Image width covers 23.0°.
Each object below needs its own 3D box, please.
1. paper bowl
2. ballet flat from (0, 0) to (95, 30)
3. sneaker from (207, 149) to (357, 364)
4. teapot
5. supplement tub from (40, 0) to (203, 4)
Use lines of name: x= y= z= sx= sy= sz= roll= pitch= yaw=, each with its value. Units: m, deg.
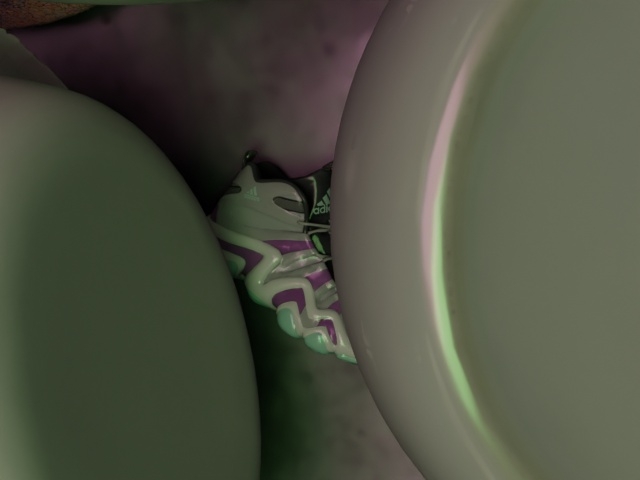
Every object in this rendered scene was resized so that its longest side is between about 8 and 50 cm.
paper bowl: x=-0.122 y=0.057 z=0.542 sx=0.148 sy=0.284 sz=0.284 roll=-12 pitch=90 yaw=23
ballet flat: x=-0.213 y=-0.142 z=0.659 sx=0.316 sy=0.106 sz=0.108 roll=4 pitch=97 yaw=24
sneaker: x=0.000 y=0.000 z=0.615 sx=0.098 sy=0.038 sz=0.069 roll=33 pitch=109 yaw=17
teapot: x=0.113 y=-0.018 z=0.492 sx=0.256 sy=0.187 sz=0.252 roll=-34 pitch=101 yaw=-2
supplement tub: x=-0.037 y=-0.222 z=0.525 sx=0.191 sy=0.191 sz=0.272 roll=-2 pitch=95 yaw=24
